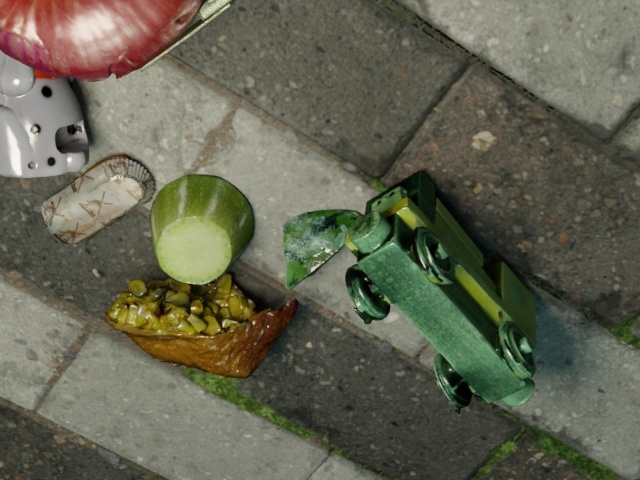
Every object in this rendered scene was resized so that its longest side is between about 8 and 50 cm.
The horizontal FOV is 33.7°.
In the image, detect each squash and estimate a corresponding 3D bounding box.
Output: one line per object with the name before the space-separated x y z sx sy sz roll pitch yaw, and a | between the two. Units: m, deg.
squash | -0.189 -0.009 1.648 0.170 0.123 0.170 0 117 -1

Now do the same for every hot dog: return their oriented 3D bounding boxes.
hot dog | -0.352 -0.063 1.654 0.191 0.059 0.108 -32 128 16

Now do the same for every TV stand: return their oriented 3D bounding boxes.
TV stand | -0.171 -0.327 1.496 0.249 0.036 0.042 -32 113 20

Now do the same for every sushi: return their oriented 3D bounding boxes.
sushi | -0.201 0.123 1.693 0.296 0.167 0.179 16 123 25

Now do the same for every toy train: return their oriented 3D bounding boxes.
toy train | 0.188 0.074 1.594 0.160 0.253 0.397 -32 115 27

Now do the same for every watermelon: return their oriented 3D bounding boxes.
watermelon | 0.001 -0.003 1.682 0.155 0.080 0.101 -33 79 23

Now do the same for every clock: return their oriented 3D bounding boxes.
clock | -0.420 -0.231 1.504 0.188 0.189 0.254 2 109 2

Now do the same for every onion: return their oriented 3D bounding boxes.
onion | -0.297 -0.366 1.372 0.347 0.285 0.348 -1 80 6
